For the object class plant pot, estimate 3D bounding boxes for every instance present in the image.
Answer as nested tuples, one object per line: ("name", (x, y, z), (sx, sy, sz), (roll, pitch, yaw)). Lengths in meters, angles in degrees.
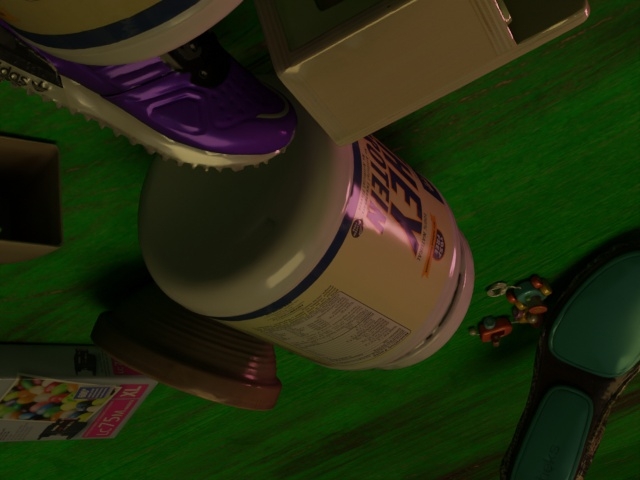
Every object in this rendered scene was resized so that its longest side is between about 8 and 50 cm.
("plant pot", (-0.146, 0.108, 1.171), (0.237, 0.237, 0.110), (21, 91, -45))
("plant pot", (-0.316, -0.030, 0.930), (0.109, 0.109, 0.096), (7, 153, -34))

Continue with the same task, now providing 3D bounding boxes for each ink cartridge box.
("ink cartridge box", (-0.393, 0.207, 1.302), (0.311, 0.065, 0.186), (8, 140, -32))

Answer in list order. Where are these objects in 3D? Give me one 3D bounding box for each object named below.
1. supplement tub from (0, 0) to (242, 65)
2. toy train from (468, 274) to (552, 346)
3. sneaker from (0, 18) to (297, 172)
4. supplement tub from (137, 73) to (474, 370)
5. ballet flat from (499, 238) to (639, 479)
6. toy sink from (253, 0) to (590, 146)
("supplement tub", (-0.164, -0.265, 0.508), (0.228, 0.228, 0.316), (-25, 147, 12))
("toy train", (0.300, 0.117, 1.509), (0.125, 0.046, 0.166), (-14, 149, -6))
("sneaker", (-0.134, -0.162, 0.758), (0.293, 0.102, 0.146), (20, 126, -19))
("supplement tub", (0.000, 0.000, 0.998), (0.235, 0.235, 0.325), (-31, 146, 21))
("ballet flat", (0.410, 0.201, 1.538), (0.182, 0.164, 0.483), (-41, 152, -71))
("toy sink", (0.072, -0.211, 0.783), (0.234, 0.153, 0.131), (-25, 147, 15))
